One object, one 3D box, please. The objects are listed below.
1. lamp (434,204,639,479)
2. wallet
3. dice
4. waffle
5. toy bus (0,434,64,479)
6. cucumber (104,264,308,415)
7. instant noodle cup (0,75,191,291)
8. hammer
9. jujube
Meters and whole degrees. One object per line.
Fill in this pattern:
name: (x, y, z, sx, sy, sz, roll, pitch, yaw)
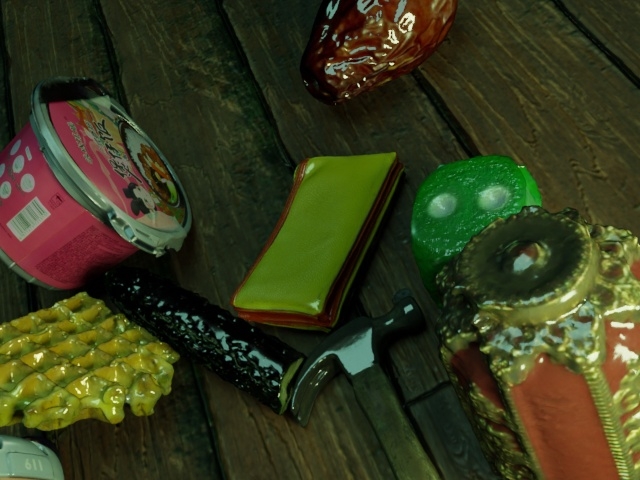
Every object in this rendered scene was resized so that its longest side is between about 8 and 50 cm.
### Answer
lamp: (0.192, 0.101, 0.718, 0.177, 0.274, 0.177, -17, 38, 14)
wallet: (0.000, 0.000, 1.059, 0.141, 0.067, 0.241, 1, 50, 35)
dice: (0.164, 0.000, 0.918, 0.120, 0.128, 0.131, -12, 51, 22)
waffle: (-0.277, 0.147, 1.011, 0.219, 0.057, 0.229, 19, 28, 32)
toy bus: (-0.392, 0.315, 0.923, 0.287, 0.194, 0.232, -24, 66, 17)
cucumber: (-0.142, 0.096, 1.009, 0.300, 0.072, 0.072, 25, 68, 27)
instant noodle cup: (-0.316, -0.052, 1.160, 0.181, 0.258, 0.302, -37, 39, 16)
hammer: (0.102, 0.236, 0.816, 0.168, 0.044, 0.440, -31, 45, 1)
jujube: (0.070, -0.278, 1.183, 0.236, 0.168, 0.168, -48, 47, -5)
